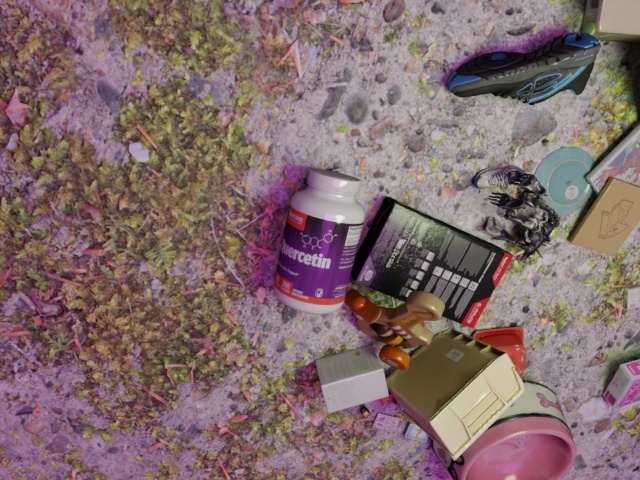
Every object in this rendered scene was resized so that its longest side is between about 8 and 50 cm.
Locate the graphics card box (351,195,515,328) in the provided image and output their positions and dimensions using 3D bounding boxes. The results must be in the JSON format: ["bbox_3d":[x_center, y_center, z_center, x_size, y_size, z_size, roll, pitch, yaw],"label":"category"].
[{"bbox_3d":[0.289,0.062,1.212,0.371,0.094,0.233,21,103,-15],"label":"graphics card box"}]

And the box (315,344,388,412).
[{"bbox_3d":[0.083,0.375,1.258,0.170,0.130,0.091,-14,108,-3],"label":"box"}]

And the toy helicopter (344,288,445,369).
[{"bbox_3d":[0.182,0.184,1.131,0.235,0.355,0.140,31,63,-1],"label":"toy helicopter"}]

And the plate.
[{"bbox_3d":[0.662,-0.156,1.236,0.188,0.024,0.188,-2,106,-8],"label":"plate"}]

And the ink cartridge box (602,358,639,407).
[{"bbox_3d":[1.052,0.412,1.415,0.311,0.065,0.186,-16,134,-5],"label":"ink cartridge box"}]

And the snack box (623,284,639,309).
[{"bbox_3d":[1.000,0.157,1.382,0.178,0.022,0.064,-12,107,-5],"label":"snack box"}]

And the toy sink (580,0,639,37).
[{"bbox_3d":[0.707,-0.549,1.065,0.234,0.131,0.153,-3,107,-12],"label":"toy sink"}]

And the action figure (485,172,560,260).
[{"bbox_3d":[0.526,-0.060,1.190,0.164,0.141,0.276,-45,135,-1],"label":"action figure"}]

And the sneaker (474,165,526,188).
[{"bbox_3d":[0.465,-0.163,1.186,0.135,0.058,0.052,-15,109,-3],"label":"sneaker"}]

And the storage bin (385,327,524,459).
[{"bbox_3d":[0.340,0.377,1.203,0.260,0.262,0.123,-38,103,-11],"label":"storage bin"}]

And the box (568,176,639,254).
[{"bbox_3d":[0.801,-0.062,1.260,0.164,0.021,0.201,13,116,-17],"label":"box"}]

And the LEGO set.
[{"bbox_3d":[0.247,0.504,1.363,0.244,0.060,0.182,19,100,-13],"label":"LEGO set"}]

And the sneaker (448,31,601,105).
[{"bbox_3d":[0.477,-0.375,1.088,0.340,0.125,0.140,-10,134,6],"label":"sneaker"}]

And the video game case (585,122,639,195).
[{"bbox_3d":[0.832,-0.183,1.237,0.183,0.023,0.201,40,98,-27],"label":"video game case"}]

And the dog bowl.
[{"bbox_3d":[0.545,0.607,1.345,0.408,0.150,0.408,-4,121,-6],"label":"dog bowl"}]

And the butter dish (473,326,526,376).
[{"bbox_3d":[0.528,0.344,1.320,0.160,0.118,0.160,-4,108,-7],"label":"butter dish"}]

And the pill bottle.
[{"bbox_3d":[0.000,0.000,1.103,0.181,0.181,0.323,9,105,-11],"label":"pill bottle"}]
